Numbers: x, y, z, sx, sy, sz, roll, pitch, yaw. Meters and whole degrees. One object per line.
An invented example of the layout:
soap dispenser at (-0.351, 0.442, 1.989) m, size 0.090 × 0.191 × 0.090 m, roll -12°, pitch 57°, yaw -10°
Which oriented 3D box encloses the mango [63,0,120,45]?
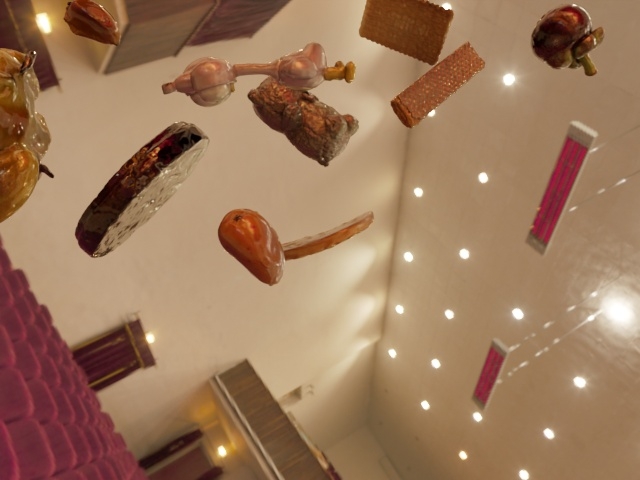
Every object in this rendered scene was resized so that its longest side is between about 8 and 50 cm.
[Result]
mango at (-0.456, -0.441, 1.176) m, size 0.127 × 0.063 × 0.077 m, roll 30°, pitch -45°, yaw 4°

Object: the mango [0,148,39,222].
mango at (-0.552, -0.094, 1.001) m, size 0.103 × 0.161 × 0.076 m, roll 52°, pitch 5°, yaw 5°

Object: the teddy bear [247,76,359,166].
teddy bear at (-0.043, -0.309, 1.442) m, size 0.267 × 0.236 × 0.151 m, roll 44°, pitch -67°, yaw 9°

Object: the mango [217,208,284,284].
mango at (-0.103, 0.013, 0.979) m, size 0.159 × 0.084 × 0.105 m, roll 48°, pitch -6°, yaw -38°

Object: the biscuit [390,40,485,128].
biscuit at (0.318, -0.417, 1.542) m, size 0.094 × 0.379 × 0.054 m, roll 53°, pitch -32°, yaw -7°

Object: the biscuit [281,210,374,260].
biscuit at (0.000, 0.000, 1.582) m, size 0.204 × 0.309 × 0.040 m, roll -56°, pitch 125°, yaw -76°

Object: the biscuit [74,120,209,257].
biscuit at (-0.430, -0.128, 1.400) m, size 0.091 × 0.407 × 0.407 m, roll 43°, pitch -23°, yaw -6°

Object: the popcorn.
popcorn at (-0.706, -0.267, 1.217) m, size 0.297 × 0.281 × 0.315 m, roll 103°, pitch -10°, yaw -81°

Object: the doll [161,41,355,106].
doll at (-0.122, -0.321, 1.128) m, size 0.160 × 0.366 × 0.094 m, roll -127°, pitch -153°, yaw -70°

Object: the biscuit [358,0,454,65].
biscuit at (0.233, -0.600, 1.610) m, size 0.250 × 0.030 × 0.160 m, roll 26°, pitch -53°, yaw 15°

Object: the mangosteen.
mangosteen at (0.602, -0.484, 1.410) m, size 0.156 × 0.146 × 0.181 m, roll -40°, pitch -118°, yaw 21°
